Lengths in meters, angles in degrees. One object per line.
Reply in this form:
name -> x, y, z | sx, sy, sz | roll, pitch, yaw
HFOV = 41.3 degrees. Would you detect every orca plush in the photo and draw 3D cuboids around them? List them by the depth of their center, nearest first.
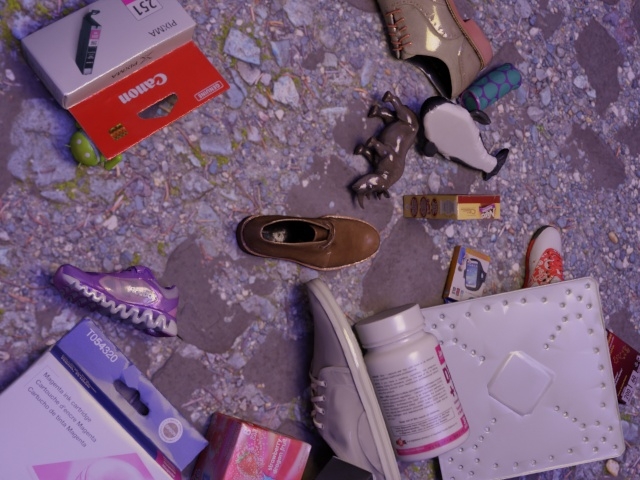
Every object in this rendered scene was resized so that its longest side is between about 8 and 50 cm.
orca plush -> 0.300, -0.242, 1.813 | 0.287, 0.151, 0.102 | 17, 42, -35

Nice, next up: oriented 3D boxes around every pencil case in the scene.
pencil case -> 0.377, -0.333, 1.875 | 0.152, 0.064, 0.070 | -35, 142, -25

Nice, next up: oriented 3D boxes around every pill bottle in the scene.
pill bottle -> 0.178, 0.278, 1.687 | 0.160, 0.160, 0.282 | -20, 91, -27

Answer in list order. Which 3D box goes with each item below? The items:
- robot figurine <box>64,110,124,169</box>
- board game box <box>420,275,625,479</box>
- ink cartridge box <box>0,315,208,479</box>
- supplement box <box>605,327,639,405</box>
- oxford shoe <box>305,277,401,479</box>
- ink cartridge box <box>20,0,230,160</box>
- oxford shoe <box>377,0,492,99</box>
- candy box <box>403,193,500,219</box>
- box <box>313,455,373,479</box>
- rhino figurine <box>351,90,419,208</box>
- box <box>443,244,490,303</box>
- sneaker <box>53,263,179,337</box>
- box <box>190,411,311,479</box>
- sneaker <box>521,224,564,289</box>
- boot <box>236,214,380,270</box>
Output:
robot figurine -> -0.380, -0.171, 1.463 | 0.115, 0.067, 0.101 | -34, 94, -25
board game box -> 0.415, 0.297, 1.791 | 0.390, 0.050, 0.389 | -11, 94, 0
ink cartridge box -> -0.400, 0.350, 1.414 | 0.330, 0.071, 0.324 | -45, 100, -20
supplement box -> 0.649, 0.277, 1.997 | 0.239, 0.073, 0.130 | 33, 74, -22
oxford shoe -> 0.036, 0.293, 1.631 | 0.130, 0.169, 0.449 | -17, 97, -2
ink cartridge box -> -0.327, -0.303, 1.458 | 0.275, 0.060, 0.239 | -36, 82, -24
oxford shoe -> 0.192, -0.456, 1.741 | 0.397, 0.140, 0.146 | 40, 75, -21
candy box -> 0.266, -0.069, 1.737 | 0.109, 0.187, 0.053 | -2, 92, -29
box -> 0.025, 0.510, 1.540 | 0.158, 0.093, 0.155 | -42, 136, -40
rhino figurine -> 0.131, -0.175, 1.734 | 0.106, 0.073, 0.243 | 26, 78, -22
box -> 0.317, 0.087, 1.843 | 0.081, 0.028, 0.136 | 20, 74, -20
sneaker -> -0.342, 0.084, 1.468 | 0.236, 0.095, 0.104 | 28, 69, -30
box -> -0.153, 0.477, 1.520 | 0.154, 0.142, 0.299 | 25, 77, -24
sneaker -> 0.521, 0.091, 1.892 | 0.090, 0.145, 0.270 | 30, 75, -24
boot -> 0.000, 0.000, 1.636 | 0.306, 0.115, 0.112 | 3, 85, -29
